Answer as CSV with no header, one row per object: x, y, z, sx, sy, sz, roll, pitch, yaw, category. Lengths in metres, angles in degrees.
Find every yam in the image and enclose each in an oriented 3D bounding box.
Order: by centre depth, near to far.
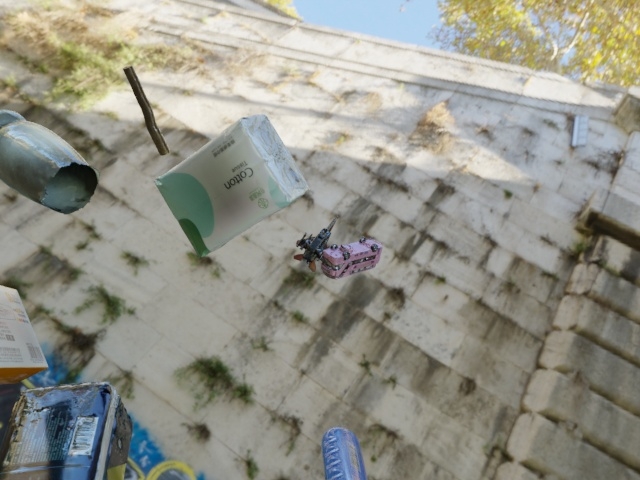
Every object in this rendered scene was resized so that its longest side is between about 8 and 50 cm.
-0.604,-0.447,1.930,0.045,0.045,0.327,-123,-166,-53,yam

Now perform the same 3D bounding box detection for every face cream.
0.057,0.506,1.129,0.083,0.264,0.149,-27,-69,6,face cream

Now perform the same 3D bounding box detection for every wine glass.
-0.454,-0.125,0.882,0.204,0.111,0.111,33,-36,22,wine glass

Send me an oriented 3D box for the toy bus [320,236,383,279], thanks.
0.090,0.049,1.563,0.063,0.203,0.090,32,-59,39,toy bus

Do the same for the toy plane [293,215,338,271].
-0.001,0.000,1.750,0.130,0.189,0.061,34,5,18,toy plane

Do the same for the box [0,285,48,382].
-0.716,0.197,1.197,0.221,0.091,0.274,62,-9,12,box

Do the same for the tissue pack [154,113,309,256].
-0.253,-0.153,1.573,0.356,0.194,0.266,-29,-86,25,tissue pack

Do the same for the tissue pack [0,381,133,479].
-0.630,0.585,1.347,0.264,0.417,0.253,-5,-49,-5,tissue pack
